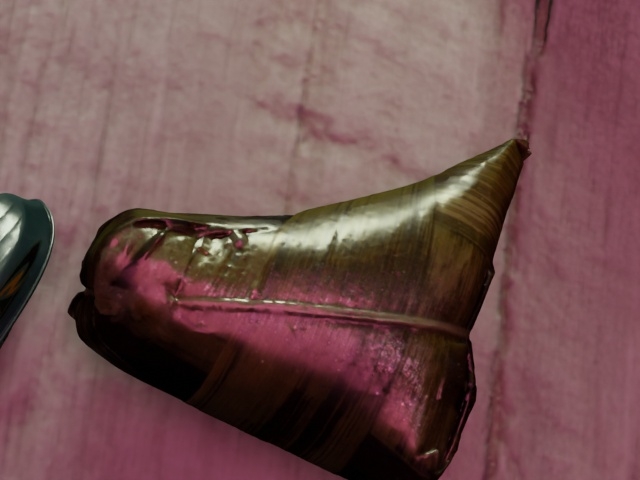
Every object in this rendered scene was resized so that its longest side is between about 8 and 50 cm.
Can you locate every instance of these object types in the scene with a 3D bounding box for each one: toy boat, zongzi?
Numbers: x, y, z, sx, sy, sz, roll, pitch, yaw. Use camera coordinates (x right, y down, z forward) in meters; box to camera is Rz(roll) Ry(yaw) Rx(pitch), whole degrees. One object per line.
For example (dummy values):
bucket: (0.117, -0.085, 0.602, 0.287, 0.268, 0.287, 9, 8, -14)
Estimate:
toy boat: (-0.251, 0.059, 0.810, 0.092, 0.103, 0.246, 13, 52, 22)
zongzi: (0.000, 0.000, 0.870, 0.285, 0.134, 0.288, 28, 74, -12)
